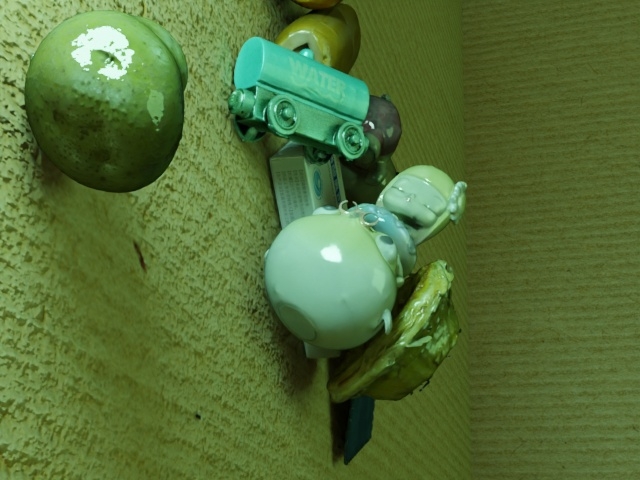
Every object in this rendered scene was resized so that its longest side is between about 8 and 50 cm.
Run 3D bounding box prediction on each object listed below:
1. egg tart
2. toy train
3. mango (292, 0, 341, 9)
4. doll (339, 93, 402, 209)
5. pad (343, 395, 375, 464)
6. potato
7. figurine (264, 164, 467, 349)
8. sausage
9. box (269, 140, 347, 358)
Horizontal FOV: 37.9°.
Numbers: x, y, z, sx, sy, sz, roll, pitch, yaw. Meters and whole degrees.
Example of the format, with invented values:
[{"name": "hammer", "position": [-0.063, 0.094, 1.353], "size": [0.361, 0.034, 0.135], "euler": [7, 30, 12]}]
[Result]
[{"name": "egg tart", "position": [0.130, 0.160, 1.463], "size": [0.116, 0.295, 0.295], "euler": [39, 26, -3]}, {"name": "toy train", "position": [-0.025, -0.200, 1.346], "size": [0.248, 0.101, 0.159], "euler": [13, 76, -41]}, {"name": "mango", "position": [-0.007, -0.482, 1.540], "size": [0.187, 0.138, 0.257], "euler": [53, 25, -10]}, {"name": "doll", "position": [0.072, -0.139, 1.684], "size": [0.256, 0.152, 0.196], "euler": [82, 3, -53]}, {"name": "pad", "position": [0.086, 0.267, 1.750], "size": [0.269, 0.012, 0.270], "euler": [16, 82, -77]}, {"name": "potato", "position": [-0.183, -0.137, 0.841], "size": [0.194, 0.157, 0.157], "euler": [-75, 154, -52]}, {"name": "figurine", "position": [0.084, 0.019, 1.424], "size": [0.394, 0.226, 0.275], "euler": [-44, 154, -33]}, {"name": "sausage", "position": [0.004, -0.324, 1.571], "size": [0.354, 0.116, 0.134], "euler": [-58, 136, -67]}, {"name": "box", "position": [0.000, 0.000, 1.550], "size": [0.200, 0.065, 0.343], "euler": [-55, 137, -65]}]
